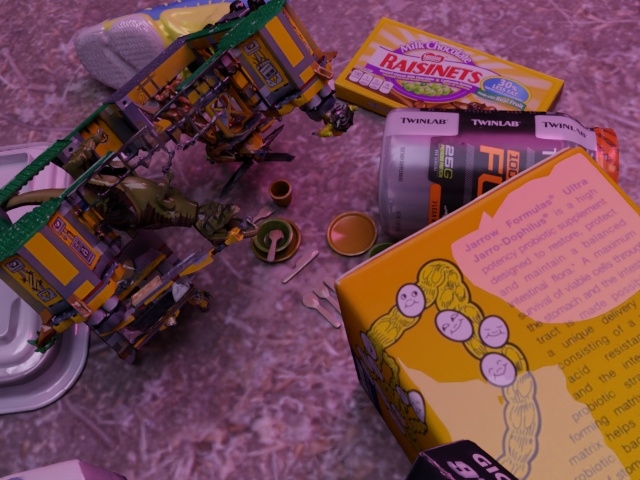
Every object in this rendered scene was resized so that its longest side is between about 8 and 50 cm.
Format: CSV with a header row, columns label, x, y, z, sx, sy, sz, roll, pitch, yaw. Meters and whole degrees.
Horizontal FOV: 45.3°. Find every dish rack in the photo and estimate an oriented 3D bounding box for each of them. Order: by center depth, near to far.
label,x,y,z,sx,sy,sz,roll,pitch,yaw
dish rack,-0.385,0.029,0.723,0.333,0.072,0.285,-7,59,3

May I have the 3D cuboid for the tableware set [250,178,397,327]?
label,x,y,z,sx,sy,sz,roll,pitch,yaw
tableware set,0.000,0.000,0.707,0.104,0.024,0.154,-41,63,-15

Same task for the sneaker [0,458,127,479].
label,x,y,z,sx,sy,sz,roll,pitch,yaw
sneaker,-0.254,0.299,0.530,0.315,0.127,0.182,-29,64,0

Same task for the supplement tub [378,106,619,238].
label,x,y,z,sx,sy,sz,roll,pitch,yaw
supplement tub,0.149,-0.055,0.662,0.190,0.117,0.117,3,61,11

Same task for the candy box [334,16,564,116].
label,x,y,z,sx,sy,sz,roll,pitch,yaw
candy box,0.127,-0.154,0.773,0.206,0.027,0.105,25,65,20

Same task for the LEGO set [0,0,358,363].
label,x,y,z,sx,sy,sz,roll,pitch,yaw
LEGO set,-0.105,-0.024,0.622,0.255,0.192,0.331,2,47,52

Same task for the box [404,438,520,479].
label,x,y,z,sx,sy,sz,roll,pitch,yaw
box,0.099,0.231,0.356,0.220,0.051,0.175,36,110,37

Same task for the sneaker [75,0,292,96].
label,x,y,z,sx,sy,sz,roll,pitch,yaw
sneaker,-0.136,-0.224,0.831,0.240,0.091,0.126,2,43,10

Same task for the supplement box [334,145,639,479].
label,x,y,z,sx,sy,sz,roll,pitch,yaw
supplement box,0.185,0.153,0.496,0.195,0.194,0.356,-29,60,-8
